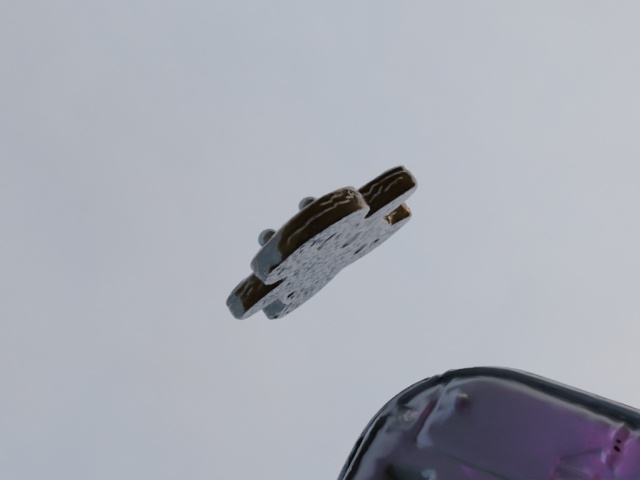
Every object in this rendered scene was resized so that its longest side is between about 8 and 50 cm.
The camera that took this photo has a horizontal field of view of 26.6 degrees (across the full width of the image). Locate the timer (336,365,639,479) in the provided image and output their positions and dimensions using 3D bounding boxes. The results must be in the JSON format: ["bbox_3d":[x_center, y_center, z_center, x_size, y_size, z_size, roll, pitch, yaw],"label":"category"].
[{"bbox_3d":[0.092,0.150,0.556,0.191,0.208,0.069,-61,-24,-25],"label":"timer"}]

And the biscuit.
[{"bbox_3d":[0.000,-0.001,0.828,0.138,0.205,0.031,-37,-97,4],"label":"biscuit"}]
